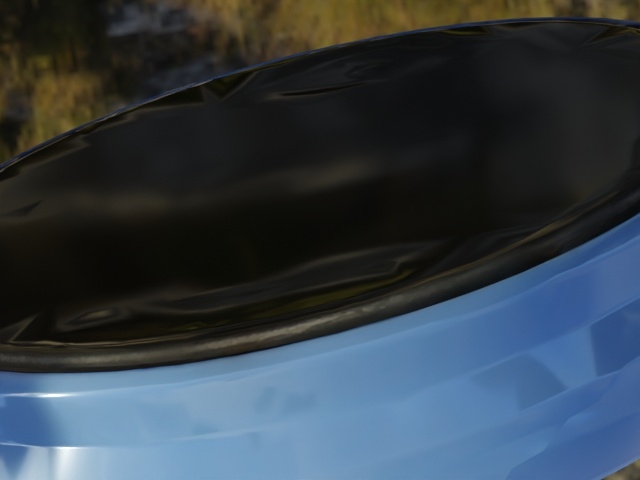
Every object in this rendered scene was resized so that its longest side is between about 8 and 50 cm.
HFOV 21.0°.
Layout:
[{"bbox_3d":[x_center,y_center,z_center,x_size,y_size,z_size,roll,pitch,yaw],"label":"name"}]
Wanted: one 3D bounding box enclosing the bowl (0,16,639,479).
[{"bbox_3d":[0.000,0.000,0.708,0.391,0.077,0.391,-13,-159,5],"label":"bowl"}]
